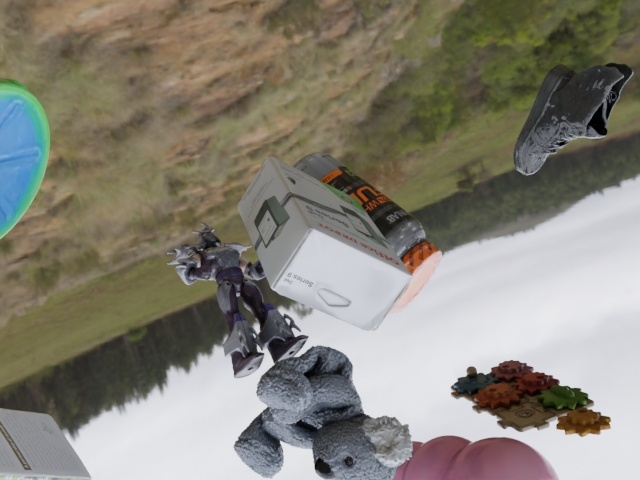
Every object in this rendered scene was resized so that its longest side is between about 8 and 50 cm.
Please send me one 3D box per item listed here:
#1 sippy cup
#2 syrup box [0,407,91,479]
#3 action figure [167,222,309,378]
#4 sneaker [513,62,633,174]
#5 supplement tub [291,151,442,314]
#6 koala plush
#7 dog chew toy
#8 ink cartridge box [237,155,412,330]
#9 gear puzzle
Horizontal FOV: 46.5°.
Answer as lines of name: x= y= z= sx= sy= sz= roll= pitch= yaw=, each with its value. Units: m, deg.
sippy cup: x=-0.510 y=-0.125 z=0.945 sx=0.224 sy=0.305 sz=0.240 roll=23 pitch=-159 yaw=13
syrup box: x=-0.318 y=0.197 z=0.623 sx=0.093 sy=0.096 sz=0.237 roll=-50 pitch=149 yaw=2
action figure: x=-0.137 y=0.078 z=1.216 sx=0.185 sy=0.285 sz=0.099 roll=-10 pitch=146 yaw=-36
sneaker: x=0.286 y=-0.134 z=0.856 sx=0.051 sy=0.170 sz=0.089 roll=-17 pitch=-136 yaw=-35
supplement tub: x=0.068 y=-0.013 z=1.532 sx=0.207 sy=0.338 sz=0.207 roll=-43 pitch=158 yaw=-22
koala plush: x=0.028 y=0.283 z=1.100 sx=0.203 sy=0.221 sz=0.196 roll=-23 pitch=142 yaw=-48
dog chew toy: x=0.233 y=0.420 z=1.252 sx=0.207 sy=0.206 sz=0.332 roll=-16 pitch=-171 yaw=-41
ink cartridge box: x=0.000 y=0.000 z=1.253 sx=0.211 sy=0.121 sz=0.289 roll=25 pitch=-162 yaw=-29
gear puzzle: x=0.372 y=0.276 z=1.321 sx=0.176 sy=0.044 sz=0.339 roll=-14 pitch=-169 yaw=-18
